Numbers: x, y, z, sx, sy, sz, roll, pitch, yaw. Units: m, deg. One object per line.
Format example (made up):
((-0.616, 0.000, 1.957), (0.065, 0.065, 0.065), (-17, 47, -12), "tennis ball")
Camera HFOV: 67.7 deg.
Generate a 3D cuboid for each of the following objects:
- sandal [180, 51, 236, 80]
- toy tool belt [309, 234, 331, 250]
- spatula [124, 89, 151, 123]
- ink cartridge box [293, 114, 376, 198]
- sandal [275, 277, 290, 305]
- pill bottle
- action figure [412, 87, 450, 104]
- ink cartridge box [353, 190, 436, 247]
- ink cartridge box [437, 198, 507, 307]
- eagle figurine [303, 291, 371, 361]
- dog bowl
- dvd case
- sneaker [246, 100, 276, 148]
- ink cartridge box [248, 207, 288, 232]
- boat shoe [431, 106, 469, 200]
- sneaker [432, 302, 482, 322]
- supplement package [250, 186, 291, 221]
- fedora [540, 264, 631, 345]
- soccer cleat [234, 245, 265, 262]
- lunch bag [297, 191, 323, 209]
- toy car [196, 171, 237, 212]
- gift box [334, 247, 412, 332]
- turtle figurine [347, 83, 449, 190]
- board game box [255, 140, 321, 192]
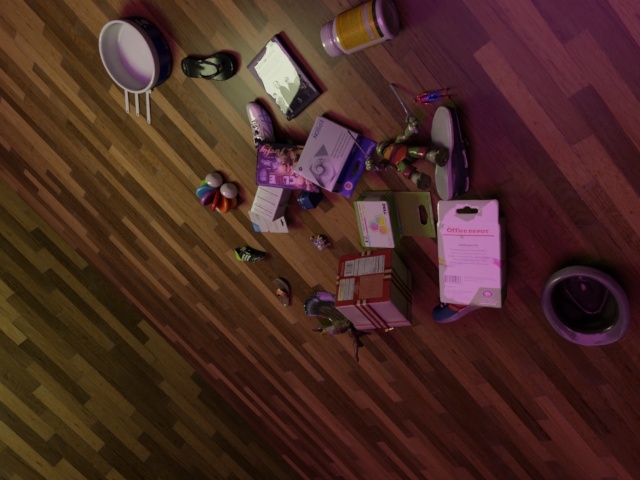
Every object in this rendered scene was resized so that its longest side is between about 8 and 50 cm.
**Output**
((-0.415, -0.628, 1.750), (0.254, 0.054, 0.097), (6, 127, 30), "sandal")
((0.000, 0.000, 1.990), (0.051, 0.052, 0.083), (-40, 102, 14), "toy tool belt")
((-0.777, -0.619, 2.020), (0.168, 0.019, 0.242), (27, 134, 11), "spatula")
((0.047, -0.288, 1.660), (0.223, 0.045, 0.224), (27, 107, 10), "ink cartridge box")
((-0.186, 0.257, 2.306), (0.072, 0.049, 0.180), (14, 130, 24), "sandal")
((0.111, -0.610, 1.377), (0.208, 0.119, 0.119), (-6, 120, 36), "pill bottle")
((0.331, -0.431, 1.442), (0.115, 0.030, 0.038), (-3, 127, 37), "action figure")
((0.265, -0.076, 1.705), (0.255, 0.097, 0.189), (3, 119, 32), "ink cartridge box")
((0.505, 0.031, 1.586), (0.207, 0.119, 0.354), (2, 105, 31), "ink cartridge box")
((0.075, 0.375, 2.167), (0.298, 0.225, 0.227), (30, 99, 52), "eagle figurine")
((-0.708, -0.710, 1.827), (0.264, 0.104, 0.265), (14, 127, 20), "dog bowl")
((-0.126, -0.553, 1.640), (0.179, 0.030, 0.239), (-28, 105, 44), "dvd case")
((-0.221, -0.400, 1.784), (0.085, 0.086, 0.237), (-1, 122, 35), "sneaker")
((-0.208, -0.093, 2.033), (0.181, 0.062, 0.105), (4, 125, 31), "ink cartridge box")
((0.409, -0.272, 1.475), (0.114, 0.091, 0.303), (-122, 18, -52), "boat shoe")
((0.523, 0.202, 1.769), (0.302, 0.108, 0.121), (-35, 101, 36), "sneaker")
((-0.185, -0.182, 1.879), (0.105, 0.105, 0.180), (26, 113, 12), "supplement package")
((0.845, 0.186, 1.524), (0.243, 0.124, 0.276), (-25, 100, 40), "fedora")
((-0.336, 0.063, 2.245), (0.178, 0.060, 0.072), (-2, 121, 37), "soccer cleat")
((-0.045, -0.162, 1.847), (0.065, 0.098, 0.067), (-5, 126, 39), "lunch bag")
((-0.458, -0.190, 2.067), (0.182, 0.136, 0.159), (36, 136, 3), "toy car")
((0.197, 0.189, 1.823), (0.276, 0.255, 0.258), (-6, 147, 30), "gift box")
((0.237, -0.284, 1.461), (0.266, 0.197, 0.275), (39, 151, 41), "turtle figurine")
((-0.112, -0.272, 1.752), (0.243, 0.042, 0.165), (7, 106, 6), "board game box")
